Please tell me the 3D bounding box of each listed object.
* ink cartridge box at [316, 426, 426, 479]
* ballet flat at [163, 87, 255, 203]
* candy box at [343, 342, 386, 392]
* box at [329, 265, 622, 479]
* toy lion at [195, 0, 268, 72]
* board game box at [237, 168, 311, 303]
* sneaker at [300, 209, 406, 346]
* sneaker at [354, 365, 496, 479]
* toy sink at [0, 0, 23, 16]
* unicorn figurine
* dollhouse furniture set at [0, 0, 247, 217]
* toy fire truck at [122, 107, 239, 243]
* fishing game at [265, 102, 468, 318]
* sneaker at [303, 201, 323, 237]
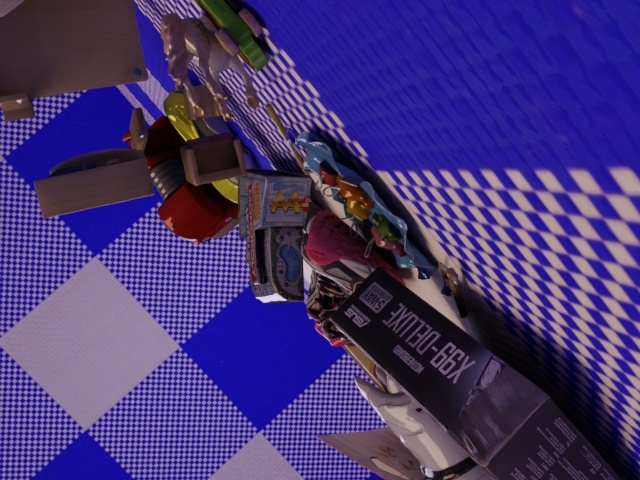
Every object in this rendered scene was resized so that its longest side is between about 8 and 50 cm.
[{"bbox_3d":[0.175,0.400,1.279,0.261,0.066,0.296,5,-172,-40],"label":"ink cartridge box"},{"bbox_3d":[-0.152,-0.140,1.168,0.077,0.077,0.231,0,138,41],"label":"ballet flat"},{"bbox_3d":[0.126,0.220,1.324,0.316,0.087,0.183,50,174,-13],"label":"candy box"},{"bbox_3d":[0.173,0.180,0.721,0.307,0.076,0.242,45,177,-36],"label":"box"},{"bbox_3d":[-0.081,-0.183,0.623,0.100,0.034,0.096,49,-179,-6],"label":"toy lion"},{"bbox_3d":[-0.062,-0.016,0.983,0.194,0.060,0.194,157,112,-74],"label":"board game box"},{"bbox_3d":[0.031,0.063,0.898,0.121,0.112,0.299,45,175,22],"label":"sneaker"},{"bbox_3d":[0.163,0.246,1.089,0.210,0.137,0.366,54,178,10],"label":"sneaker"},{"bbox_3d":[-0.347,-0.368,0.741,0.131,0.153,0.234,44,171,29],"label":"toy sink"},{"bbox_3d":[-0.102,-0.163,0.682,0.162,0.060,0.111,61,-174,-85],"label":"unicorn figurine"},{"bbox_3d":[-0.275,-0.212,0.994,0.198,0.286,0.303,-144,42,-72],"label":"dollhouse furniture set"},{"bbox_3d":[-0.238,-0.114,1.228,0.217,0.158,0.246,58,-154,12],"label":"toy fire truck"},{"bbox_3d":[0.036,-0.025,0.725,0.264,0.041,0.189,45,175,24],"label":"fishing game"},{"bbox_3d":[0.000,0.000,1.040,0.134,0.051,0.070,58,167,-23],"label":"sneaker"}]
